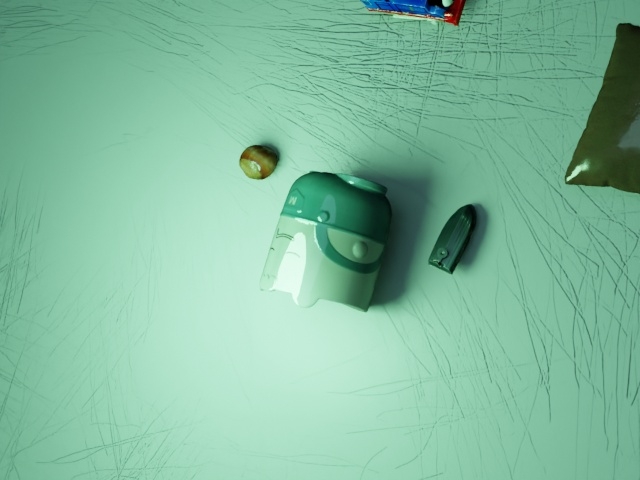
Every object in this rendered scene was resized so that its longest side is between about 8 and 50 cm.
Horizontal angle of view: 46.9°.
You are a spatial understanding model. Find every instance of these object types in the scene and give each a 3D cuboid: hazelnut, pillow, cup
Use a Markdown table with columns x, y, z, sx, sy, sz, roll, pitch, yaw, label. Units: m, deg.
| x | y | z | sx | sy | sz | roll | pitch | yaw | label |
| --- | --- | --- | --- | --- | --- | --- | --- | --- | --- |
| -0.136 | -0.172 | 1.618 | 0.086 | 0.086 | 0.086 | -4 | 80 | 25 | hazelnut |
| 0.609 | -0.202 | 1.244 | 0.308 | 0.108 | 0.305 | 19 | 91 | 30 | pillow |
| 0.000 | 0.000 | 1.462 | 0.290 | 0.219 | 0.257 | 14 | 87 | 58 | cup |

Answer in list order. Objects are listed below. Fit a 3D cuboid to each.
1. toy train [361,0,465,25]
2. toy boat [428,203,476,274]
| x | y | z | sx | sy | sz | roll | pitch | yaw | label |
| --- | --- | --- | --- | --- | --- | --- | --- | --- | --- |
| 0.182 | -0.497 | 1.482 | 0.204 | 0.131 | 0.082 | 17 | 89 | 26 | toy train |
| 0.258 | -0.008 | 1.413 | 0.055 | 0.060 | 0.141 | 25 | 86 | 26 | toy boat |
